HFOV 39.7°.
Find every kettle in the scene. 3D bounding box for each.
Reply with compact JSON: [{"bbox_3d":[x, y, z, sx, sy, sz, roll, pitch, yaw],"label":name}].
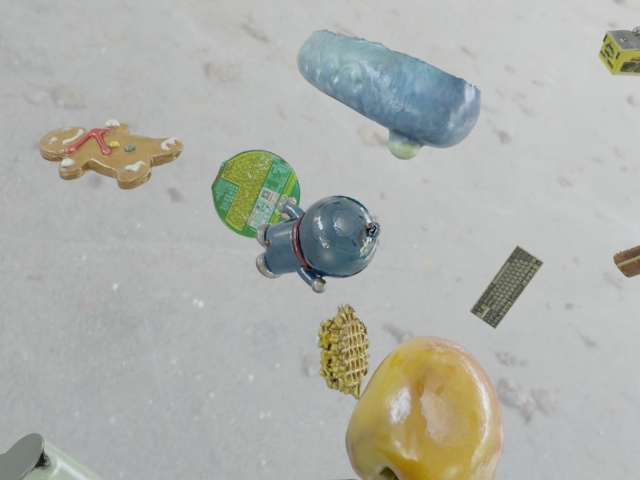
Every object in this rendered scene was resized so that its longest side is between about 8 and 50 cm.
[{"bbox_3d":[-0.392,0.351,1.291,0.098,0.127,0.148,-47,121,-10],"label":"kettle"}]

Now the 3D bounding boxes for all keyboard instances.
[{"bbox_3d":[0.284,0.072,1.352,0.049,0.129,0.015,34,17,2],"label":"keyboard"}]

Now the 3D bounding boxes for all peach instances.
[{"bbox_3d":[0.204,0.332,1.627,0.289,0.289,0.308,37,64,4],"label":"peach"}]

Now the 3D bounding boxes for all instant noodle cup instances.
[{"bbox_3d":[-0.137,-0.112,2.115,0.207,0.207,0.232,36,6,2],"label":"instant noodle cup"}]

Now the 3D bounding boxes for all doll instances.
[{"bbox_3d":[0.000,0.000,0.942,0.085,0.152,0.114,15,67,-53],"label":"doll"}]

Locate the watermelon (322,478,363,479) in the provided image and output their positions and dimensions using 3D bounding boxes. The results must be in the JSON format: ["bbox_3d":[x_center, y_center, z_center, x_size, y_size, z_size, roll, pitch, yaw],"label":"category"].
[{"bbox_3d":[0.036,0.519,1.402,0.212,0.201,0.262,-14,21,6],"label":"watermelon"}]

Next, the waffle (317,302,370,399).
[{"bbox_3d":[0.054,0.246,1.999,0.193,0.070,0.197,56,37,-47],"label":"waffle"}]

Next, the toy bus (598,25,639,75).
[{"bbox_3d":[0.639,-0.349,1.653,0.226,0.074,0.081,-2,44,-16],"label":"toy bus"}]

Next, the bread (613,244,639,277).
[{"bbox_3d":[0.494,0.029,1.352,0.047,0.083,0.036,49,50,-10],"label":"bread"}]

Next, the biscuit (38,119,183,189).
[{"bbox_3d":[-0.489,-0.204,1.965,0.339,0.047,0.216,18,43,27],"label":"biscuit"}]

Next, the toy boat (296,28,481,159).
[{"bbox_3d":[0.083,-0.191,1.210,0.215,0.123,0.330,20,8,-34],"label":"toy boat"}]
